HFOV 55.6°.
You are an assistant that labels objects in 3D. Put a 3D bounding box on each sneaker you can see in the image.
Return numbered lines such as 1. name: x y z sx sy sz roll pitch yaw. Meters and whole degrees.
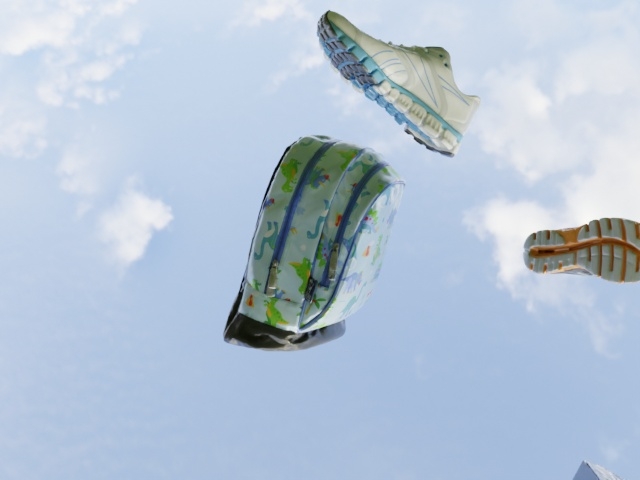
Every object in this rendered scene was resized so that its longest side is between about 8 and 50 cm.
1. sneaker: 0.082 -0.171 0.604 0.191 0.071 0.082 37 -92 -18
2. sneaker: 0.380 0.013 0.817 0.083 0.215 0.084 5 -90 -29

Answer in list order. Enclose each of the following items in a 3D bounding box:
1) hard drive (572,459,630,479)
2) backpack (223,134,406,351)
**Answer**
1. hard drive: 0.492 0.403 0.732 0.339 0.237 0.064 26 -89 13
2. backpack: 0.000 0.000 1.040 0.274 0.290 0.355 5 -87 25
